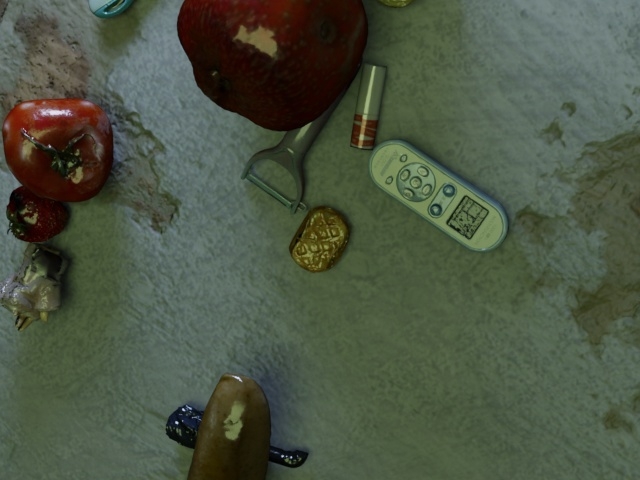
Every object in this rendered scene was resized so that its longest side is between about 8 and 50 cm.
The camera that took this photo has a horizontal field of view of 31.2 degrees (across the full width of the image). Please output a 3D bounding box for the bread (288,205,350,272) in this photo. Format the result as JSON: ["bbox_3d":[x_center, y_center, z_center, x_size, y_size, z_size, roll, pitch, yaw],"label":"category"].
[{"bbox_3d":[0.000,0.000,1.832,0.083,0.044,0.111,32,104,7],"label":"bread"}]

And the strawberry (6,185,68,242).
[{"bbox_3d":[-0.477,-0.047,1.935,0.106,0.106,0.106,3,101,15],"label":"strawberry"}]

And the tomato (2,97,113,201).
[{"bbox_3d":[-0.428,-0.148,1.863,0.187,0.151,0.187,-11,115,-24],"label":"tomato"}]

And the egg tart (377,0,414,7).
[{"bbox_3d":[0.117,-0.417,1.720,0.130,0.052,0.130,3,102,14],"label":"egg tart"}]

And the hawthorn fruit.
[{"bbox_3d":[-0.062,-0.314,1.678,0.275,0.275,0.300,39,96,6],"label":"hawthorn fruit"}]

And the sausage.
[{"bbox_3d":[-0.172,0.428,1.876,0.136,0.123,0.501,29,120,14],"label":"sausage"}]

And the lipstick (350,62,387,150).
[{"bbox_3d":[0.074,-0.207,1.777,0.038,0.038,0.131,12,103,13],"label":"lipstick"}]

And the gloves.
[{"bbox_3d":[-0.489,0.076,1.956,0.144,0.094,0.110,-47,110,-4],"label":"gloves"}]

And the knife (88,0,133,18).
[{"bbox_3d":[-0.281,-0.430,1.840,0.222,0.031,0.064,-30,87,15],"label":"knife"}]

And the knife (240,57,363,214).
[{"bbox_3d":[-0.011,-0.176,1.802,0.123,0.053,0.278,34,108,2],"label":"knife"}]

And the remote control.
[{"bbox_3d":[0.182,-0.070,1.769,0.244,0.047,0.087,36,104,7],"label":"remote control"}]

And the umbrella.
[{"bbox_3d":[-0.144,0.340,1.921,0.248,0.071,0.071,18,104,13],"label":"umbrella"}]
